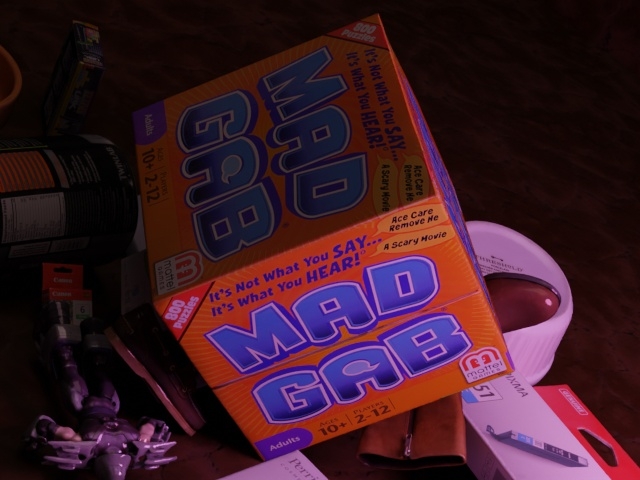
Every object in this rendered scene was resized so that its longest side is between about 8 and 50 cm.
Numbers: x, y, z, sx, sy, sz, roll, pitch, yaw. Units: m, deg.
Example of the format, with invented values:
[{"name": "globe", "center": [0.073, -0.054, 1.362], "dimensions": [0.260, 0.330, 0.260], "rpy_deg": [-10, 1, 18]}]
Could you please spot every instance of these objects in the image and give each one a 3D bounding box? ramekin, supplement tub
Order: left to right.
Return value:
[{"name": "supplement tub", "center": [-0.423, -0.044, 1.954], "dimensions": [0.316, 0.193, 0.193], "rpy_deg": [-8, 43, -45]}, {"name": "ramekin", "center": [0.254, 0.088, 2.151], "dimensions": [0.273, 0.127, 0.272], "rpy_deg": [18, 38, -15]}]

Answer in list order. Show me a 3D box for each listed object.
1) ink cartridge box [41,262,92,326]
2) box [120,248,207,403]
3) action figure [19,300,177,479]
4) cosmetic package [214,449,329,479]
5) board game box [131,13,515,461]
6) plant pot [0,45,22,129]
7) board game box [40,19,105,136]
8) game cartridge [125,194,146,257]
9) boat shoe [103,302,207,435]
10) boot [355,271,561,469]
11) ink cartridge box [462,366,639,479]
[{"name": "ink cartridge box", "center": [-0.338, 0.086, 1.911], "dimensions": [0.063, 0.029, 0.115], "rpy_deg": [4, 78, -33]}, {"name": "box", "center": [-0.201, 0.102, 1.939], "dimensions": [0.103, 0.114, 0.203], "rpy_deg": [-22, 34, 7]}, {"name": "action figure", "center": [-0.280, 0.208, 1.769], "dimensions": [0.185, 0.099, 0.285], "rpy_deg": [14, 34, -34]}, {"name": "cosmetic package", "center": [-0.108, 0.388, 1.544], "dimensions": [0.217, 0.156, 0.385], "rpy_deg": [40, 33, 27]}, {"name": "board game box", "center": [0.000, 0.000, 1.859], "dimensions": [0.356, 0.357, 0.356], "rpy_deg": [-103, 169, -45]}, {"name": "plant pot", "center": [-0.594, -0.181, 2.031], "dimensions": [0.291, 0.203, 0.291], "rpy_deg": [20, 29, -12]}, {"name": "board game box", "center": [-0.403, -0.249, 2.323], "dimensions": [0.048, 0.170, 0.141], "rpy_deg": [13, 33, -25]}, {"name": "game cartridge", "center": [-0.168, 0.015, 2.204], "dimensions": [0.294, 0.060, 0.196], "rpy_deg": [7, 31, -30]}, {"name": "boat shoe", "center": [-0.191, 0.165, 1.812], "dimensions": [0.073, 0.073, 0.207], "rpy_deg": [45, -11, 51]}, {"name": "boot", "center": [0.187, 0.173, 1.903], "dimensions": [0.264, 0.096, 0.280], "rpy_deg": [-4, 42, 14]}, {"name": "ink cartridge box", "center": [0.314, 0.270, 1.952], "dimensions": [0.261, 0.066, 0.296], "rpy_deg": [-3, 33, -27]}]
